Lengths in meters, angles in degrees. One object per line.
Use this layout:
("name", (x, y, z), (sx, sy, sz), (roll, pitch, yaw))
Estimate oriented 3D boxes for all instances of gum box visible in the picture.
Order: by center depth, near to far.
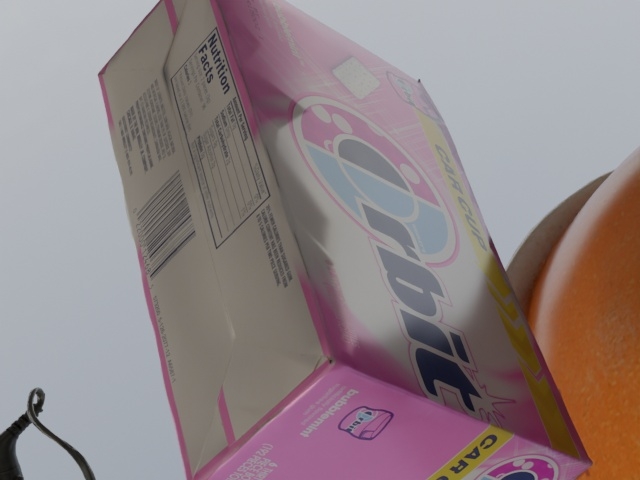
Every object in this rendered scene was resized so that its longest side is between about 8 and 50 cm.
("gum box", (0.000, 0.000, 0.471), (0.062, 0.107, 0.188), (-43, -137, 26))

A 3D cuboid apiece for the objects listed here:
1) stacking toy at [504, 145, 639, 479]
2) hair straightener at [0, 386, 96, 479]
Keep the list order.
("stacking toy", (0.266, -0.042, 0.425), (0.351, 0.480, 0.350), (7, -133, -8))
("hair straightener", (-0.103, 0.181, 0.714), (0.089, 0.230, 0.047), (-14, 179, 33))
